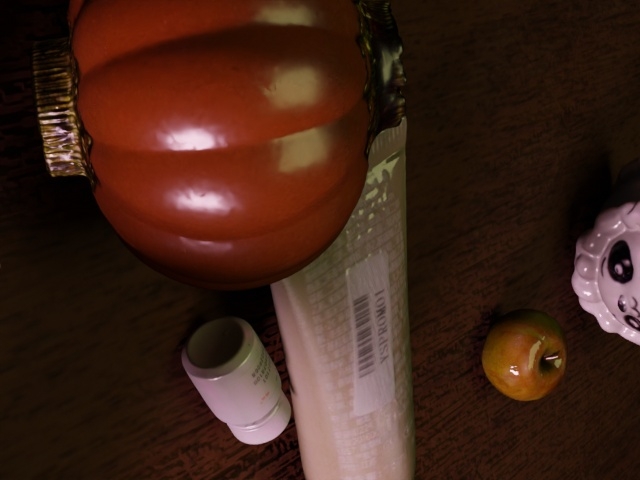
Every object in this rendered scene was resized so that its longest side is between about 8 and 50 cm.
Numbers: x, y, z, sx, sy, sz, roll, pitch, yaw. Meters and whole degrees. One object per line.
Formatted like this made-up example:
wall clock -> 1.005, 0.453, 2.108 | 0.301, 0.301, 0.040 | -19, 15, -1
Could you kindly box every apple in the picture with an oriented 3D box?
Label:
apple -> 0.195, 0.110, 1.395 | 0.089, 0.074, 0.089 | -19, 113, -55

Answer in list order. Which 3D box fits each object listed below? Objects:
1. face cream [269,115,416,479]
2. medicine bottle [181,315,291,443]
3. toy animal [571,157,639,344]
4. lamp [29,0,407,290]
face cream -> 0.022, 0.083, 1.027 | 0.137, 0.084, 0.341 | -33, 135, -30
medicine bottle -> -0.054, 0.095, 0.972 | 0.052, 0.052, 0.089 | -62, 145, -31
toy animal -> 0.367, 0.016, 1.597 | 0.204, 0.156, 0.208 | -49, 129, -41
lamp -> -0.054, -0.083, 0.784 | 0.223, 0.197, 0.223 | 171, -90, -85
